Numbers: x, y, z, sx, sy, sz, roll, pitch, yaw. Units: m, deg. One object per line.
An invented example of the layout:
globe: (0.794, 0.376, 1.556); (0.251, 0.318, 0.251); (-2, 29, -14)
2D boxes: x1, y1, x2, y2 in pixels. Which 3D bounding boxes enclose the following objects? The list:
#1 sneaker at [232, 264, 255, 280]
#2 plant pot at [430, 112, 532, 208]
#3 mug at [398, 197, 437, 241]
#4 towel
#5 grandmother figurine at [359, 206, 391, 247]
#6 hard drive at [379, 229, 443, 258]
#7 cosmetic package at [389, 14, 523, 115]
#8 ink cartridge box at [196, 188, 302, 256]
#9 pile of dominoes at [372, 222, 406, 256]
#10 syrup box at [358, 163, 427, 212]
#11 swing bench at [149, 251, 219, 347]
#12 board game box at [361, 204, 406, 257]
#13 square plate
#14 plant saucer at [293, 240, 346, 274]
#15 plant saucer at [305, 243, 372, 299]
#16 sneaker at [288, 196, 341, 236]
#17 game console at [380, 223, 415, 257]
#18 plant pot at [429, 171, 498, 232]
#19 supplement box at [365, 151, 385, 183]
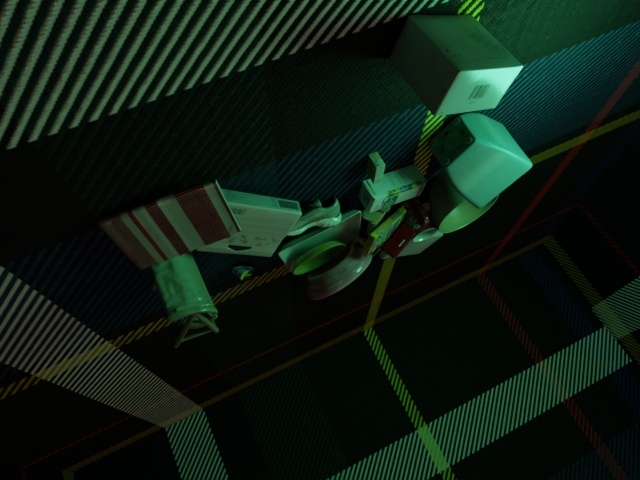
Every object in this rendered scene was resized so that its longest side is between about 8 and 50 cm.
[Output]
sneaker: (-0.297, 0.120, 1.867); (0.053, 0.059, 0.144); (-64, 168, 2)
plant pot: (0.542, -0.309, 1.714); (0.252, 0.248, 0.247); (19, 130, -38)
mug: (0.420, -0.102, 2.039); (0.113, 0.169, 0.150); (-6, 152, -34)
towel: (-0.414, -0.044, 1.356); (0.329, 0.037, 0.237); (-21, 145, -3)
grandmother figurine: (0.226, -0.059, 2.023); (0.208, 0.104, 0.342); (-38, 161, -16)
hard drive: (0.472, 0.020, 2.486); (0.307, 0.040, 0.203); (-6, 153, -41)
cosmetic package: (0.339, -0.453, 1.218); (0.224, 0.224, 0.138); (-15, 150, -28)
ink cartridge box: (-0.232, -0.047, 1.526); (0.275, 0.060, 0.239); (7, 140, -32)
pile of dominoes: (0.358, -0.018, 2.206); (0.251, 0.040, 0.196); (-37, 169, -33)
syrup box: (0.269, -0.196, 1.800); (0.237, 0.096, 0.093); (-21, 155, -20)
swing bench: (-0.447, 0.173, 1.557); (0.165, 0.253, 0.254); (-19, 154, -22)
board game box: (0.266, -0.041, 1.954); (0.259, 0.039, 0.124); (-42, 160, -38)
square plate: (0.000, 0.000, 1.900); (0.344, 0.049, 0.347); (-27, 164, -4)
plant saucer: (-0.010, 0.064, 1.923); (0.241, 0.037, 0.241); (-26, 166, -7)
plant saucer: (0.062, 0.120, 2.051); (0.332, 0.084, 0.332); (-33, -168, 8)
sneaker: (-0.055, -0.092, 1.681); (0.272, 0.100, 0.108); (-16, 128, -20)
game console: (0.327, 0.009, 2.020); (0.144, 0.124, 0.085); (-49, 140, -3)
plant pot: (0.571, -0.190, 2.018); (0.284, 0.191, 0.284); (-24, 156, -12)
supplement box: (0.189, -0.249, 1.650); (0.036, 0.062, 0.098); (-22, 154, -12)
